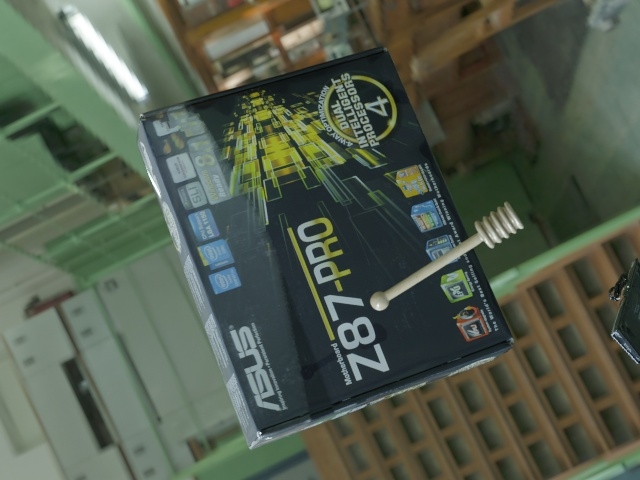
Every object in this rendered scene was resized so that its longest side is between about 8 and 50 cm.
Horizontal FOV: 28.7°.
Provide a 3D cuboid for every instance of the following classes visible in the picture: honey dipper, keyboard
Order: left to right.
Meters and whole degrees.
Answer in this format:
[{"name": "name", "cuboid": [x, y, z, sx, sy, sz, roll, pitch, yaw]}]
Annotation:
[{"name": "honey dipper", "cuboid": [0.116, 0.020, 1.169, 0.030, 0.161, 0.030, 53, -169, -15]}, {"name": "keyboard", "cuboid": [0.492, 0.102, 1.980, 0.108, 0.023, 0.180, 49, -139, -18]}]

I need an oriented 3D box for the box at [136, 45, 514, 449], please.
[{"name": "box", "cuboid": [0.000, 0.000, 1.439, 0.097, 0.318, 0.395, 121, 130, -70]}]
